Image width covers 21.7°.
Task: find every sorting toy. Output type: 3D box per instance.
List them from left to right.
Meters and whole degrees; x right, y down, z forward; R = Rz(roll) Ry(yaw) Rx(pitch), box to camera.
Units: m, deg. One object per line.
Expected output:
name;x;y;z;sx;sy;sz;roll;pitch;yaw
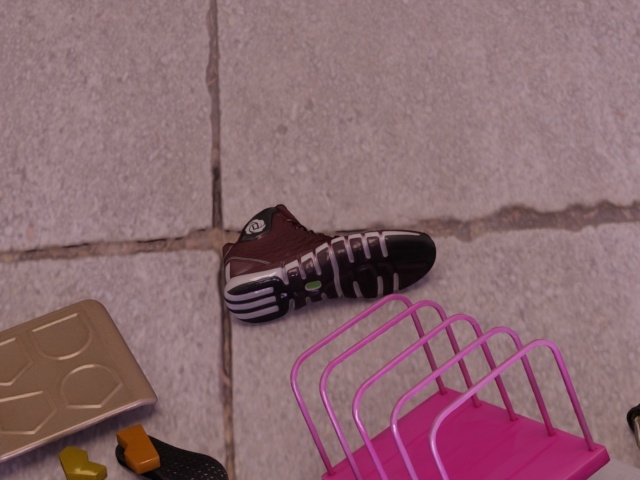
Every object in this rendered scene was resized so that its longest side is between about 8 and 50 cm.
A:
sorting toy;-0.322;0.203;2.051;0.229;0.041;0.307;-18;42;-19

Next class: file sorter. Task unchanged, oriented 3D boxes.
file sorter;0.130;0.191;1.863;0.202;0.182;0.291;-33;26;-24

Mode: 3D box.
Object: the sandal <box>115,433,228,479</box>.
sandal;-0.171;0.278;1.984;0.179;0.040;0.067;20;44;41

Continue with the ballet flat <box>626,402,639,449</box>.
ballet flat;0.406;0.241;1.920;0.074;0.074;0.203;-14;26;-9

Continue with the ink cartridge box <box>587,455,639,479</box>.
ink cartridge box;0.317;0.304;1.896;0.209;0.062;0.109;23;50;23

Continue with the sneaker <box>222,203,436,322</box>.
sneaker;0.000;0.000;2.189;0.281;0.106;0.162;-12;43;-6
